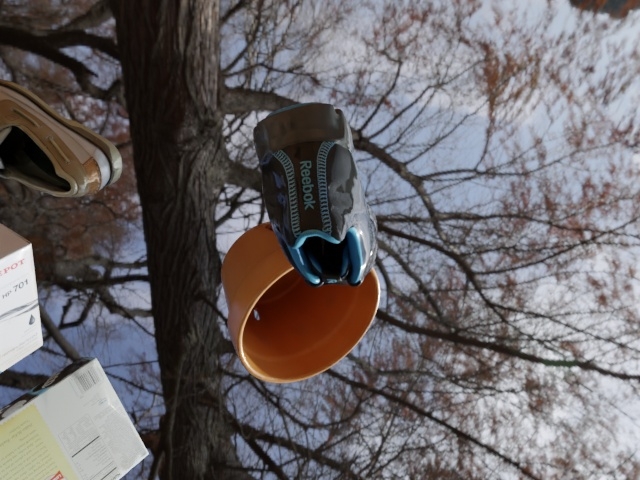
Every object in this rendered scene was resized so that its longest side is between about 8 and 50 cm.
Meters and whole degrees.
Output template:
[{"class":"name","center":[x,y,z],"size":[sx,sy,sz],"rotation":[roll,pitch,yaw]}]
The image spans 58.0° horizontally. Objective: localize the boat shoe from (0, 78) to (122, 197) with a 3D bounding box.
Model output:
[{"class":"boat shoe","center":[-0.452,-0.154,0.856],"size":[0.302,0.113,0.103],"rotation":[22,-148,8]}]

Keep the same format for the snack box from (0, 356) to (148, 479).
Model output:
[{"class":"snack box","center":[-0.422,0.332,0.818],"size":[0.060,0.187,0.322],"rotation":[-10,-163,43]}]

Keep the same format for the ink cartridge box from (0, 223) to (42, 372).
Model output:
[{"class":"ink cartridge box","center":[-0.440,0.088,0.727],"size":[0.082,0.190,0.139],"rotation":[29,-141,16]}]

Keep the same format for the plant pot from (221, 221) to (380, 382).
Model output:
[{"class":"plant pot","center":[-0.063,0.095,1.103],"size":[0.291,0.291,0.203],"rotation":[-14,-143,-27]}]

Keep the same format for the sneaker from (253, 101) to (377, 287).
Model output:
[{"class":"sneaker","center":[0.000,0.000,0.643],"size":[0.125,0.341,0.139],"rotation":[-11,-114,8]}]
